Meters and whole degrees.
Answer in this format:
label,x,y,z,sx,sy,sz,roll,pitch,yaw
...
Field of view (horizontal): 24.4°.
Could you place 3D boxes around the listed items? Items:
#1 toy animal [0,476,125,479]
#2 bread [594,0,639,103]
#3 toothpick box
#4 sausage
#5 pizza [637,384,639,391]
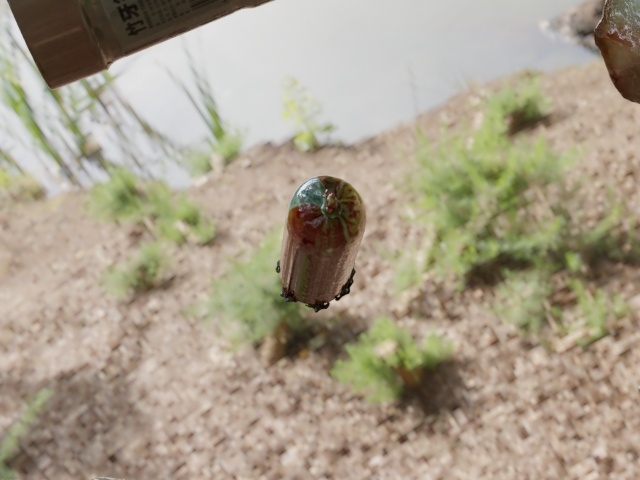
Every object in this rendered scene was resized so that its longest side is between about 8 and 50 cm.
label,x,y,z,sx,sy,sz,roll,pitch,yaw
toy animal,-0.228,0.336,1.413,0.168,0.233,0.121,-4,6,-16
bread,0.344,-0.136,0.818,0.327,0.114,0.295,36,81,27
toothpick box,-0.103,-0.158,0.842,0.149,0.098,0.098,-23,29,-4
sausage,0.000,0.000,1.321,0.083,0.083,0.264,-39,-9,-11
pizza,0.323,0.129,1.339,0.083,0.016,0.037,-11,50,39
